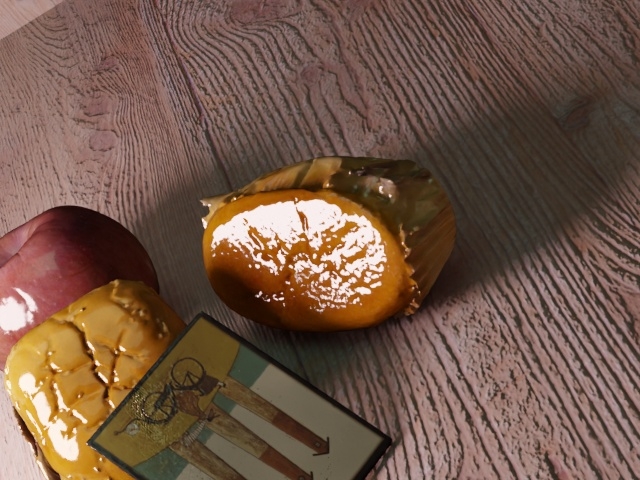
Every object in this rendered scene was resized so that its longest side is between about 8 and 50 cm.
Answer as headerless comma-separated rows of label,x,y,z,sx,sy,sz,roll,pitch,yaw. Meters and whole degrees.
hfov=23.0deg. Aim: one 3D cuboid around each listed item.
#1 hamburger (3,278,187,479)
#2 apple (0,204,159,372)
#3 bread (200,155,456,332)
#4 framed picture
hamburger,-0.286,0.220,2.191,0.318,0.158,0.319,-2,73,8
apple,-0.397,0.089,2.416,0.305,0.235,0.306,-35,22,16
bread,0.007,0.011,2.236,0.388,0.236,0.183,-9,26,41
framed picture,-0.105,0.263,2.056,0.324,0.013,0.244,32,65,18
